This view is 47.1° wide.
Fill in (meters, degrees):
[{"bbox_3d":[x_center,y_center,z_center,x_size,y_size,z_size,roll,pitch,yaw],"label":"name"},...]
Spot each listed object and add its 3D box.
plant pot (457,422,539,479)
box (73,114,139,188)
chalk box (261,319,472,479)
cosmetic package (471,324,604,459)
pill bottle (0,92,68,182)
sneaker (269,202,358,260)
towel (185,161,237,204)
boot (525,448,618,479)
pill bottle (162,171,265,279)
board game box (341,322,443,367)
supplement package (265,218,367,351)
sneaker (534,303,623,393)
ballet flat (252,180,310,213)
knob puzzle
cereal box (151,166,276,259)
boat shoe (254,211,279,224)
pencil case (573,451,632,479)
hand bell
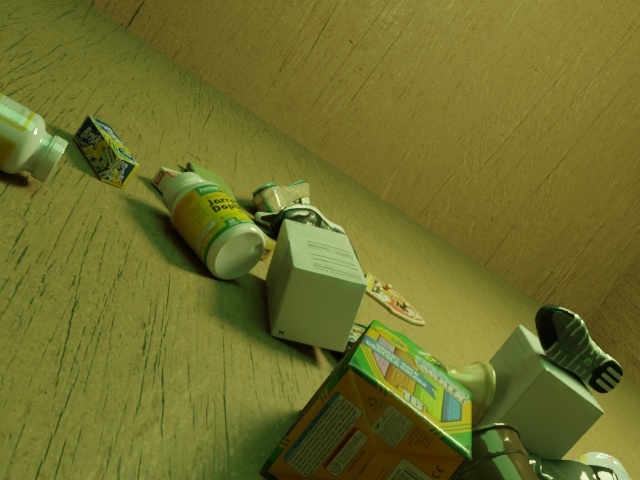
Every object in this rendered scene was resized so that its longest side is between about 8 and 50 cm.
[{"bbox_3d":[0.242,0.365,0.996,0.167,0.167,0.165,25,24,-40],"label":"plant pot"},{"bbox_3d":[-0.414,-0.173,1.411,0.054,0.059,0.169,25,17,-49],"label":"box"},{"bbox_3d":[0.076,0.236,0.962,0.179,0.180,0.289,37,11,5],"label":"chalk box"},{"bbox_3d":[0.367,0.310,1.348,0.138,0.225,0.224,35,13,-4],"label":"cosmetic package"},{"bbox_3d":[-0.482,-0.164,1.101,0.184,0.103,0.103,31,13,-22],"label":"pill bottle"},{"bbox_3d":[0.000,0.000,1.790,0.283,0.107,0.124,21,26,-50],"label":"sneaker"},{"bbox_3d":[-0.262,-0.133,1.743,0.110,0.027,0.148,25,18,-37],"label":"towel"},{"bbox_3d":[0.356,0.454,1.103,0.222,0.118,0.338,17,26,-6],"label":"boot"},{"bbox_3d":[-0.201,-0.034,1.338,0.208,0.118,0.117,45,15,35],"label":"pill bottle"},{"bbox_3d":[0.112,0.203,1.415,0.259,0.030,0.136,17,10,-42],"label":"board game box"},{"bbox_3d":[-0.015,0.076,1.326,0.133,0.139,0.244,14,18,-12],"label":"supplement package"},{"bbox_3d":[0.437,0.179,1.328,0.228,0.086,0.132,44,5,-23],"label":"sneaker"},{"bbox_3d":[-0.089,-0.092,1.936,0.106,0.107,0.316,58,21,5],"label":"ballet flat"},{"bbox_3d":[0.198,0.154,1.909,0.213,0.030,0.213,34,13,-9],"label":"knob puzzle"},{"bbox_3d":[-0.221,-0.057,1.526,0.240,0.047,0.173,43,14,28],"label":"cereal box"},{"bbox_3d":[-0.109,-0.052,1.771,0.100,0.035,0.035,5,8,-30],"label":"boat shoe"},{"bbox_3d":[0.541,0.501,1.375,0.124,0.114,0.273,18,11,8],"label":"pencil case"},{"bbox_3d":[0.173,0.237,1.295,0.241,0.126,0.126,21,16,-15],"label":"hand bell"}]
